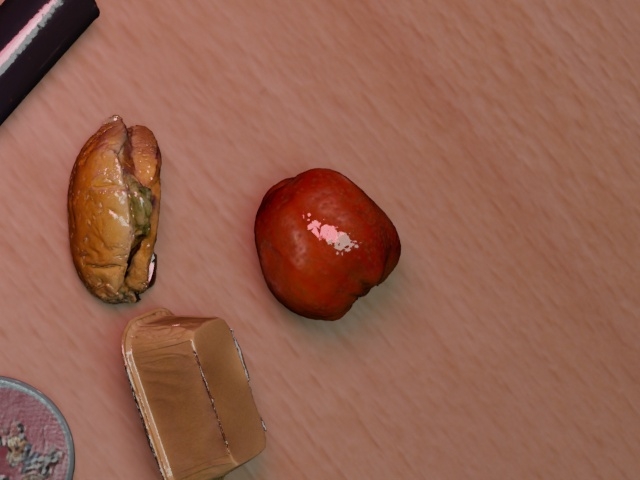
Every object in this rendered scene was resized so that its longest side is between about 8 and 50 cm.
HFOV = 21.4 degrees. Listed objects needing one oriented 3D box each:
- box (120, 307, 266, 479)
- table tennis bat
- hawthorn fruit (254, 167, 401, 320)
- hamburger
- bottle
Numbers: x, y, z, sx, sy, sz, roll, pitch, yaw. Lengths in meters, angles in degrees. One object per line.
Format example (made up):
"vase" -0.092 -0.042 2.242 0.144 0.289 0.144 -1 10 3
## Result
"box" -0.121 0.147 1.551 0.111 0.111 0.177 -18 94 -17
"table tennis bat" -0.333 0.177 1.517 0.244 0.040 0.153 32 80 -19
"hawthorn fruit" 0.000 0.000 1.576 0.133 0.133 0.138 -37 87 -15
"hamburger" -0.188 -0.030 1.533 0.087 0.102 0.176 4 88 -5
"bottle" -0.300 -0.139 1.515 0.072 0.082 0.244 32 74 31
